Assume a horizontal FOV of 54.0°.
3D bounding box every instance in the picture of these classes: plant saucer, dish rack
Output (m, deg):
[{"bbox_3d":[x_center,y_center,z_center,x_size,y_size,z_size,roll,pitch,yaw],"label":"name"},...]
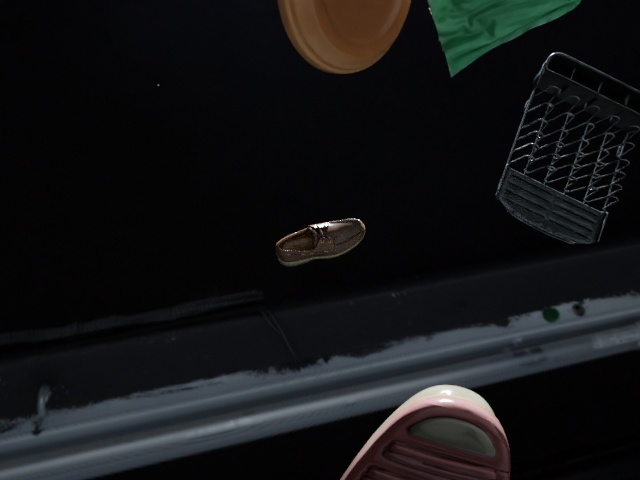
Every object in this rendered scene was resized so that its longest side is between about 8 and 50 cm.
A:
[{"bbox_3d":[0.039,-0.289,0.712,0.200,0.037,0.199,-19,-59,-36],"label":"plant saucer"},{"bbox_3d":[0.405,-0.138,1.006,0.208,0.074,0.271,24,-104,-4],"label":"dish rack"}]

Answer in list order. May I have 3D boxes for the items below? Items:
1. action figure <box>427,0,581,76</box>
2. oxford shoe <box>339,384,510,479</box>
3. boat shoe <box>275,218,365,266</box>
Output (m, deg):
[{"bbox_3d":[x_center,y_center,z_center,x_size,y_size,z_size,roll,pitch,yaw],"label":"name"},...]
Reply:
[{"bbox_3d":[0.271,-0.335,0.871,0.232,0.063,0.137,-18,-68,11],"label":"action figure"},{"bbox_3d":[0.065,0.224,0.527,0.123,0.130,0.348,19,-54,5],"label":"oxford shoe"},{"bbox_3d":[0.000,0.000,1.186,0.178,0.060,0.064,-18,-112,-1],"label":"boat shoe"}]
